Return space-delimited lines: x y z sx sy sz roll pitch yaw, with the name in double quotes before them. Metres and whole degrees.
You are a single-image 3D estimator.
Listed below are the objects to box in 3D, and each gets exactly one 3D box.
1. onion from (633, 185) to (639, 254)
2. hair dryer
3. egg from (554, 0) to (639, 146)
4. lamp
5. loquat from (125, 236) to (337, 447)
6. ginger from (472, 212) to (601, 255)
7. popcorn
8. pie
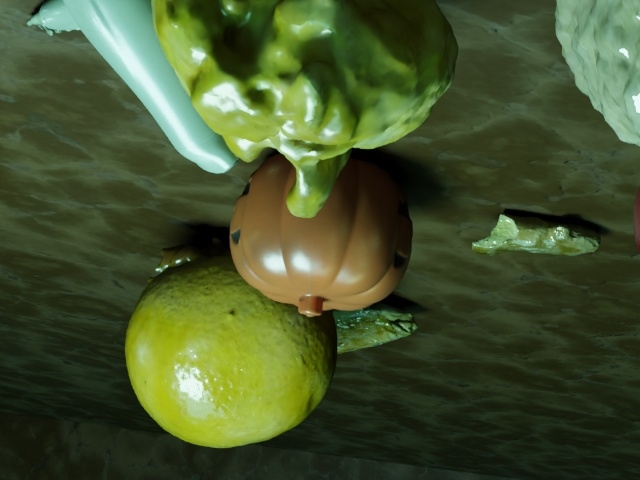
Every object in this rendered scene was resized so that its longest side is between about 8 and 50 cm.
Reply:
"onion" 0.365 -0.039 1.059 0.248 0.161 0.248 2 170 0
"hair dryer" -0.174 -0.155 1.085 0.237 0.075 0.206 18 143 52
"egg" 0.263 -0.145 0.641 0.310 0.279 0.279 -33 142 24
"lamp" 0.000 0.000 1.365 0.187 0.164 0.188 7 160 3
"loquat" -0.118 0.122 1.659 0.274 0.275 0.275 9 162 3
"ginger" 0.231 -0.005 1.423 0.137 0.044 0.057 2 132 6
"popcorn" -0.007 -0.139 0.930 0.190 0.191 0.253 -24 160 3
"pie" 0.018 0.121 1.874 0.128 0.068 0.282 20 159 -32
